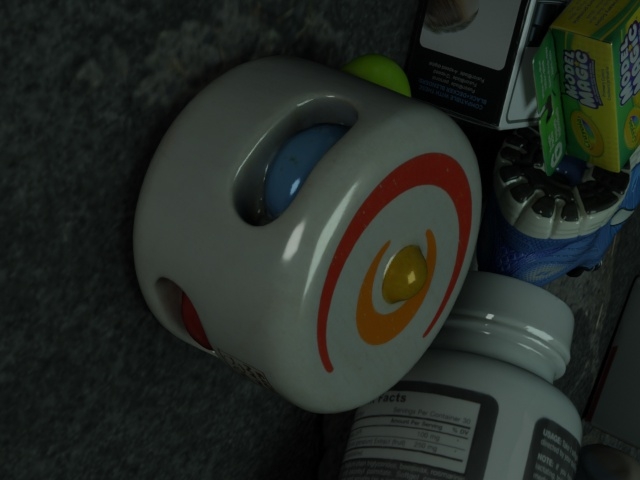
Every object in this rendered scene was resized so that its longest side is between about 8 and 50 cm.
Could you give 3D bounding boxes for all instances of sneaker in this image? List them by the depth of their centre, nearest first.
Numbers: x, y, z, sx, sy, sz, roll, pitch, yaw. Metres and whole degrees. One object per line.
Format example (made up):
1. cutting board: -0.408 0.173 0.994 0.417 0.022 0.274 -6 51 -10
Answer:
1. sneaker: 0.225 -0.060 1.002 0.330 0.130 0.147 -35 157 -43

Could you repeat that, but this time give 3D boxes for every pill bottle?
1. pill bottle: 0.101 0.191 0.876 0.176 0.176 0.318 52 50 -54

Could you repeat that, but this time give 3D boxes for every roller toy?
1. roller toy: 0.000 0.000 0.679 0.191 0.146 0.209 -13 121 -50

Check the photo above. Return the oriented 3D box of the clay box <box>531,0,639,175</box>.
1. clay box: 0.233 -0.150 0.831 0.222 0.053 0.127 -50 144 -24

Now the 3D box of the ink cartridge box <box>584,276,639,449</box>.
1. ink cartridge box: 0.467 0.153 1.459 0.273 0.114 0.196 3 108 -54

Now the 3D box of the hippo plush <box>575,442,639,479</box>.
1. hippo plush: 0.229 0.366 1.156 0.294 0.234 0.236 -38 138 -36

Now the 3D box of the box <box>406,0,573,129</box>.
1. box: 0.167 -0.231 0.817 0.169 0.087 0.289 -11 120 -51
